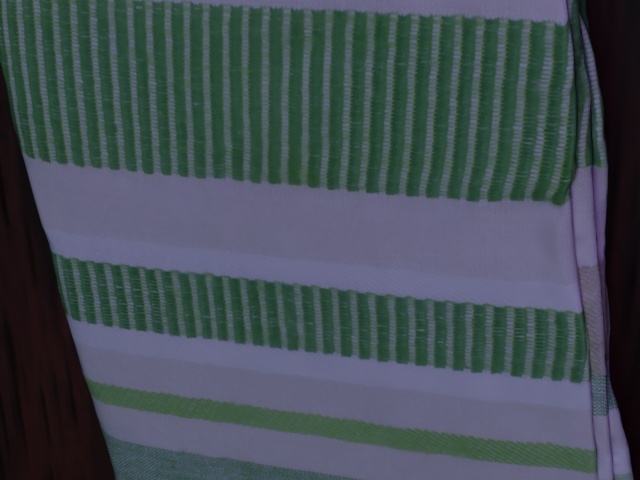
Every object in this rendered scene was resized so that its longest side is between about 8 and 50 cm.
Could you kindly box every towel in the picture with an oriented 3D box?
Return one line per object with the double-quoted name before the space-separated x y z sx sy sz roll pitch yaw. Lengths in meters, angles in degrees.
"towel" 0.000 0.000 0.731 0.248 0.038 0.324 5 128 22
